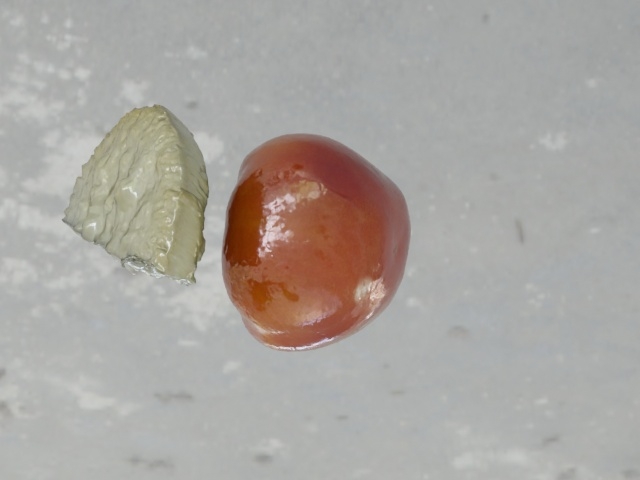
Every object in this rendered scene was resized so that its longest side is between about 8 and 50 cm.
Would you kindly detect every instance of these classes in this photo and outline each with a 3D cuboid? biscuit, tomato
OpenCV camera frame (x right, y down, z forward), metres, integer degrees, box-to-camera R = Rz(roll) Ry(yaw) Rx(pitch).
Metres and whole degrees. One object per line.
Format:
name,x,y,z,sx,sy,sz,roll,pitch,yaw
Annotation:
biscuit,-0.194,-0.055,1.290,0.084,0.179,0.281,15,178,-31
tomato,-0.001,0.004,1.351,0.179,0.260,0.260,4,149,24
